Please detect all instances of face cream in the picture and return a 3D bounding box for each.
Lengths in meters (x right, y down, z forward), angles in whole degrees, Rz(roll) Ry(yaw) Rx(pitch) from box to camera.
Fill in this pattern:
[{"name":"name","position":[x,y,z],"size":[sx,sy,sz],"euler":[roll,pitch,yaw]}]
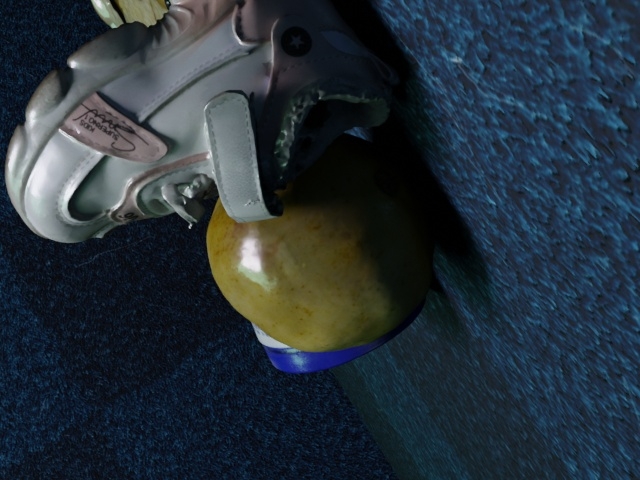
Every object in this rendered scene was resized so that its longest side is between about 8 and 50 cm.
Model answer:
[{"name":"face cream","position":[0.012,0.059,1.249],"size":[0.111,0.206,0.206],"euler":[64,171,-18]}]

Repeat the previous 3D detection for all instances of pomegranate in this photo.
[{"name":"pomegranate","position":[0.003,-0.004,1.045],"size":[0.233,0.233,0.233],"euler":[57,172,12]}]

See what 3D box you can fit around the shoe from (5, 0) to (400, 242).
[{"name":"shoe","position":[-0.103,-0.097,0.905],"size":[0.198,0.351,0.172],"euler":[50,-170,14]}]

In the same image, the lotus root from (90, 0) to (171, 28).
[{"name":"lotus root","position":[-0.228,-0.345,1.376],"size":[0.375,0.111,0.390],"euler":[46,163,19]}]
